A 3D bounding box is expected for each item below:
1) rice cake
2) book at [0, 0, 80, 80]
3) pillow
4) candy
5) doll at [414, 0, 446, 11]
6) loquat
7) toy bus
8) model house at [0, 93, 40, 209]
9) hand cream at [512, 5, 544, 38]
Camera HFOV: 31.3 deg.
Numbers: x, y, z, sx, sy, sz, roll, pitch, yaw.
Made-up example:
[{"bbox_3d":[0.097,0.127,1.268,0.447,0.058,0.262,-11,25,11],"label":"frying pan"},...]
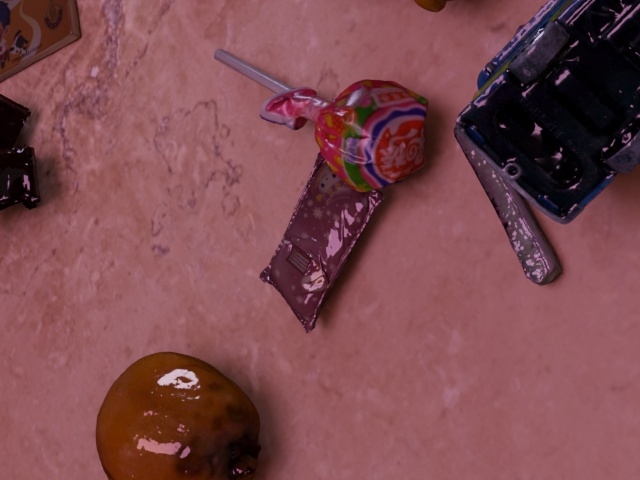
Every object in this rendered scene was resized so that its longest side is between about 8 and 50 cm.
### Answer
[{"bbox_3d":[0.188,-0.047,1.172,0.033,0.033,0.207,-37,66,29],"label":"rice cake"},{"bbox_3d":[-0.446,-0.400,1.690,0.208,0.020,0.295,-19,75,35],"label":"book"},{"bbox_3d":[0.000,0.000,1.307,0.118,0.043,0.185,41,107,39],"label":"pillow"},{"bbox_3d":[-0.018,-0.163,1.312,0.365,0.124,0.124,34,107,42],"label":"candy"},{"bbox_3d":[0.072,-0.344,1.210,0.269,0.162,0.166,25,116,46],"label":"doll"},{"bbox_3d":[-0.166,0.229,1.339,0.234,0.176,0.187,19,114,40],"label":"loquat"},{"bbox_3d":[0.278,-0.180,1.004,0.152,0.190,0.312,42,115,-3],"label":"toy bus"},{"bbox_3d":[-0.477,-0.114,1.617,0.164,0.141,0.203,-34,64,42],"label":"model house"},{"bbox_3d":[0.209,-0.168,1.161,0.084,0.053,0.142,42,121,35],"label":"hand cream"}]
